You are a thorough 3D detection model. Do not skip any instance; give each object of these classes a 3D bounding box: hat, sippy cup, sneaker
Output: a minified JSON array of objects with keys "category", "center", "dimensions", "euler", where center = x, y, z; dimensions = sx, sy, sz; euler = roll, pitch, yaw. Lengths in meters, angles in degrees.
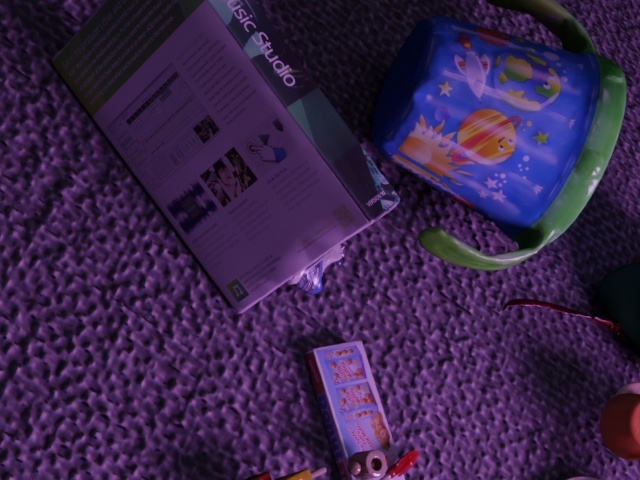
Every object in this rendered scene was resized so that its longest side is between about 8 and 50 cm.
[{"category":"hat","center":[0.346,0.071,1.663],"dimensions":[0.208,0.183,0.173],"euler":[61,42,-54]},{"category":"sippy cup","center":[0.185,-0.137,1.538],"dimensions":[0.224,0.240,0.305],"euler":[21,33,-12]},{"category":"sneaker","center":[0.000,0.000,1.452],"dimensions":[0.058,0.052,0.135],"euler":[41,59,-24]}]

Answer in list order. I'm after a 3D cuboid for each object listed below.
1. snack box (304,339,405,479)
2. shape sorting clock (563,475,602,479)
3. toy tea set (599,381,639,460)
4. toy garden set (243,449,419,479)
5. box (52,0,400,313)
[{"category":"snack box","center":[0.038,0.192,1.398],"dimensions":[0.064,0.022,0.178],"euler":[-8,73,-35]},{"category":"shape sorting clock","center":[0.303,0.358,1.488],"dimensions":[0.206,0.040,0.206],"euler":[14,62,-28]},{"category":"toy tea set","center":[0.410,0.319,1.529],"dimensions":[0.200,0.124,0.336],"euler":[-9,81,-18]},{"category":"toy garden set","center":[0.045,0.292,1.315],"dimensions":[0.244,0.049,0.204],"euler":[-17,88,-36]},{"category":"box","center":[-0.098,-0.109,1.312],"dimensions":[0.322,0.232,0.058],"euler":[53,46,-2]}]
